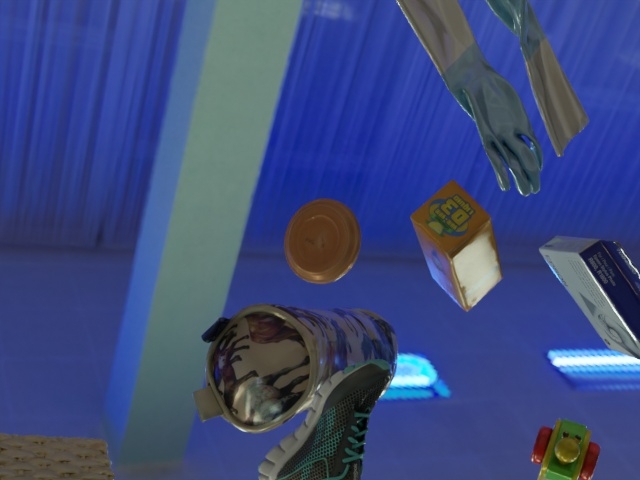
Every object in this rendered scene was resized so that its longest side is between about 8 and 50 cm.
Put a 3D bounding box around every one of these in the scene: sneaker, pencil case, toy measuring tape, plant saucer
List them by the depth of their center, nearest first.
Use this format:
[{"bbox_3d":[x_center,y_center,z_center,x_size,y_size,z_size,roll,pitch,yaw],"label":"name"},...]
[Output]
[{"bbox_3d":[0.018,0.177,0.879,0.065,0.166,0.076,9,-148,-52],"label":"sneaker"},{"bbox_3d":[0.000,0.000,0.968,0.083,0.083,0.013,37,-170,31],"label":"plant saucer"},{"bbox_3d":[-0.017,0.175,1.426,0.410,0.183,0.160,12,-119,-68],"label":"pencil case"},{"bbox_3d":[0.438,0.394,1.808,0.121,0.330,0.121,-3,-114,8],"label":"toy measuring tape"}]

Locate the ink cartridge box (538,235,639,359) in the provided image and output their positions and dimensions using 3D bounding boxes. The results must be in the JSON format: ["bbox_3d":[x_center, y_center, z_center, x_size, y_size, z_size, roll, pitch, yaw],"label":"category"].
[{"bbox_3d":[0.458,0.093,1.572,0.223,0.045,0.224,53,173,-7],"label":"ink cartridge box"}]

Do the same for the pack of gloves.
[{"bbox_3d":[0.164,-0.165,0.852,0.232,0.046,0.195,58,-138,-15],"label":"pack of gloves"}]

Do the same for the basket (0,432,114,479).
[{"bbox_3d":[-0.456,0.453,1.379,0.331,0.266,0.328,10,-157,-27],"label":"basket"}]

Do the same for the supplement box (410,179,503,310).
[{"bbox_3d":[0.178,0.012,1.281,0.078,0.080,0.233,48,178,23],"label":"supplement box"}]
